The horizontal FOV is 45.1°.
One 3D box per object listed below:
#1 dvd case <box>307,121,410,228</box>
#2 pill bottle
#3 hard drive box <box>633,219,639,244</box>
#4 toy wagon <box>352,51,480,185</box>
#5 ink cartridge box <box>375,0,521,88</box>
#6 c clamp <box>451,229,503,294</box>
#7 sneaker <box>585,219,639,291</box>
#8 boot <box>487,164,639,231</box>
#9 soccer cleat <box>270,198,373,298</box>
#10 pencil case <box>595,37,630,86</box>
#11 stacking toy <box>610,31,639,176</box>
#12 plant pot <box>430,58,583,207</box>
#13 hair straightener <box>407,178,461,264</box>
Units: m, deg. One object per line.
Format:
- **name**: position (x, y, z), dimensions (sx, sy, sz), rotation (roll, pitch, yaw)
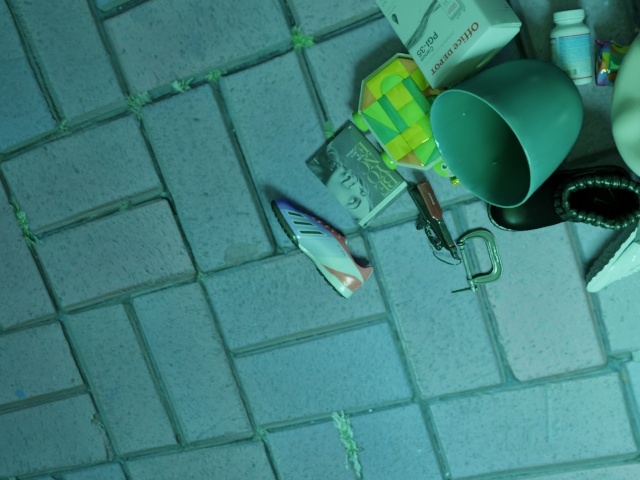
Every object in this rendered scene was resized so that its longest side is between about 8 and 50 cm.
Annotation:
- **dvd case**: position (0.095, -0.163, 1.952), dimensions (0.164, 0.018, 0.221), rotation (-43, 90, 22)
- **pill bottle**: position (0.551, -0.424, 1.701), dimensions (0.087, 0.087, 0.160), rotation (-3, 104, 18)
- **hard drive box**: position (0.799, -0.068, 1.646), dimensions (0.089, 0.232, 0.181), rotation (34, 119, 53)
- **toy wagon**: position (0.250, -0.279, 1.845), dimensions (0.267, 0.068, 0.344), rotation (-35, 92, 23)
- **ink cartridge box**: position (0.268, -0.504, 1.675), dimensions (0.207, 0.117, 0.283), rotation (-46, 69, 46)
- **c clamp**: position (0.382, 0.055, 1.919), dimensions (0.137, 0.022, 0.160), rotation (-8, 103, 19)
- **sneaker**: position (0.712, 0.043, 1.784), dimensions (0.095, 0.090, 0.235), rotation (36, 114, -5)
- **boot**: position (0.532, -0.083, 1.706), dimensions (0.348, 0.260, 0.131), rotation (-16, 100, 20)
- **soccer cleat**: position (0.000, 0.000, 1.992), dimensions (0.116, 0.108, 0.318), rotation (-41, 88, 2)
- **pencil case**: position (0.710, -0.378, 1.661), dimensions (0.236, 0.104, 0.104), rotation (8, 107, 14)
- **stacking toy**: position (0.857, -0.261, 1.509), dimensions (0.480, 0.350, 0.350), rotation (4, 109, -20)
- **plant pot**: position (0.424, -0.258, 1.678), dimensions (0.235, 0.293, 0.293), rotation (-37, 92, -18)
- **hair straightener**: position (0.282, -0.038, 1.915), dimensions (0.230, 0.047, 0.089), rotation (59, 149, -4)
